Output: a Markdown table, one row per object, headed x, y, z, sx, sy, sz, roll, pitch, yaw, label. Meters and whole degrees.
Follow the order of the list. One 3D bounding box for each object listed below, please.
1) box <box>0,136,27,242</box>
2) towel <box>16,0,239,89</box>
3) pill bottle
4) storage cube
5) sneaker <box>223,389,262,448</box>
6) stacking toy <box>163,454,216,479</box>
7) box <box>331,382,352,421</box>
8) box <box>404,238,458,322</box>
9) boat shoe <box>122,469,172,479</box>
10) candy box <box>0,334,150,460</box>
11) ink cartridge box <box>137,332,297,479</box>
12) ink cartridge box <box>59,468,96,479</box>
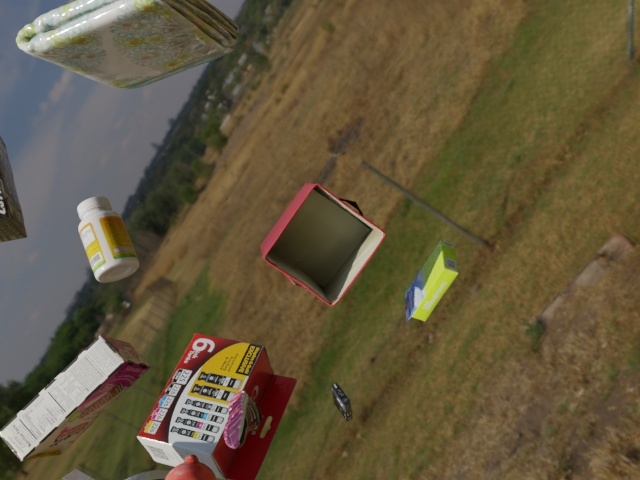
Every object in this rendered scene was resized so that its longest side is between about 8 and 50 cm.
| x | y | z | sx | sy | sz | roll | pitch | yaw | label |
| --- | --- | --- | --- | --- | --- | --- | --- | --- | --- |
| -0.794 | -0.144 | 1.638 | 0.322 | 0.079 | 0.257 | 158 | 100 | -72 | box |
| -0.408 | -0.450 | 1.483 | 0.374 | 0.090 | 0.320 | -14 | -10 | 20 | towel |
| -0.664 | -0.007 | 2.088 | 0.136 | 0.245 | 0.136 | -23 | -17 | -8 | pill bottle |
| 0.000 | 0.000 | 1.447 | 0.215 | 0.184 | 0.193 | -55 | 9 | 0 | storage cube |
| -0.164 | 0.401 | 1.486 | 0.063 | 0.075 | 0.170 | -45 | 17 | 14 | sneaker |
| -0.271 | 0.542 | 1.242 | 0.309 | 0.130 | 0.279 | -41 | -26 | -5 | stacking toy |
| 0.055 | 0.412 | 1.721 | 0.018 | 0.083 | 0.067 | -26 | 47 | -17 | box |
| 0.249 | 0.098 | 1.533 | 0.109 | 0.042 | 0.178 | -83 | 17 | -53 | box |
| -0.485 | 0.764 | 2.023 | 0.121 | 0.335 | 0.119 | -46 | 56 | 27 | boat shoe |
| -0.432 | 0.282 | 1.211 | 0.233 | 0.071 | 0.159 | -44 | -12 | -7 | candy box |
| -0.240 | 0.403 | 1.650 | 0.130 | 0.272 | 0.309 | 76 | -151 | -44 | ink cartridge box |
| -0.530 | 0.579 | 1.360 | 0.115 | 0.067 | 0.198 | -19 | -48 | -76 | ink cartridge box |
